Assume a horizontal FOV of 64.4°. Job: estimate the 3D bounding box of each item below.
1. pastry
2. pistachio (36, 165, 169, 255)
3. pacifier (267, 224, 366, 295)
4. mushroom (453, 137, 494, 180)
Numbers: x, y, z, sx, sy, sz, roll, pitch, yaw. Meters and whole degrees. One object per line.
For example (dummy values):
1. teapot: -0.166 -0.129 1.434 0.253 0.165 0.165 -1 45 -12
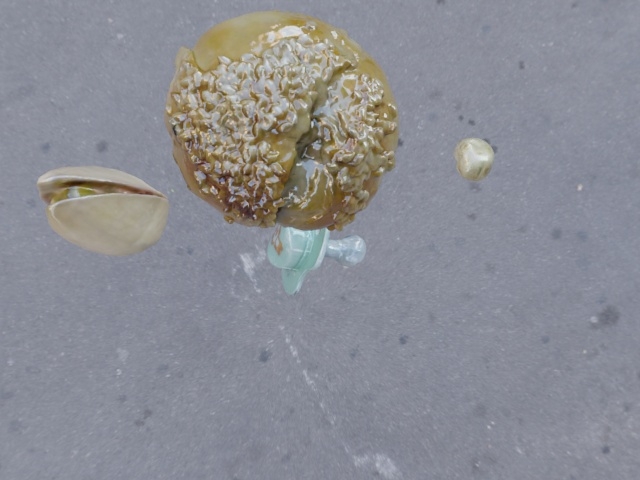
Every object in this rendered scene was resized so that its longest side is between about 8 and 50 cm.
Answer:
1. pastry: -0.043 -0.144 0.651 0.315 0.184 0.284 16 101 -14
2. pistachio: -0.459 -0.066 1.092 0.214 0.318 0.193 -22 79 11
3. pacifier: 0.000 0.000 1.414 0.269 0.343 0.288 11 58 -24
4. mushroom: 0.491 -0.262 1.631 0.148 0.112 0.148 14 61 -25
